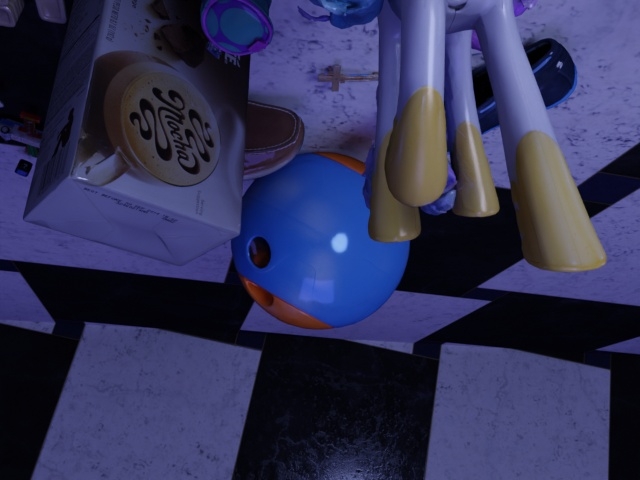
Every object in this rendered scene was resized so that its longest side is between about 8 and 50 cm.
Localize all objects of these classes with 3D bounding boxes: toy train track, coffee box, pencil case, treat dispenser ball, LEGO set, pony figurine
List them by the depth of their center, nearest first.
[{"bbox_3d":[0.079,-0.186,0.428,0.302,0.363,0.351,-7,-169,1],"label":"pony figurine"},{"bbox_3d":[-0.072,-0.238,0.579,0.064,0.152,0.070,-18,137,23],"label":"pencil case"},{"bbox_3d":[-0.173,-0.145,0.629,0.168,0.297,0.119,21,148,-38],"label":"coffee box"},{"bbox_3d":[0.038,-0.218,0.809,0.083,0.014,0.048,-2,152,-5],"label":"toy train track"},{"bbox_3d":[-0.503,-0.183,0.940,0.182,0.060,0.244,-1,152,24],"label":"LEGO set"},{"bbox_3d":[0.000,0.000,0.995,0.288,0.288,0.288,2,158,1],"label":"treat dispenser ball"}]

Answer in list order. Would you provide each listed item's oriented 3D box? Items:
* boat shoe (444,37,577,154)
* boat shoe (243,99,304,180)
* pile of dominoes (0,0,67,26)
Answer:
[{"bbox_3d":[0.185,-0.187,0.784,0.258,0.109,0.089,-26,141,21],"label":"boat shoe"},{"bbox_3d":[-0.185,-0.157,0.848,0.324,0.123,0.116,0,156,2],"label":"boat shoe"},{"bbox_3d":[-0.358,-0.321,0.590,0.196,0.040,0.251,8,150,-8],"label":"pile of dominoes"}]
